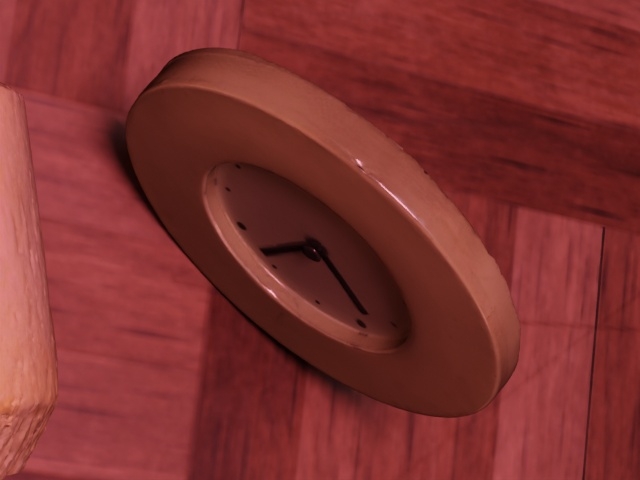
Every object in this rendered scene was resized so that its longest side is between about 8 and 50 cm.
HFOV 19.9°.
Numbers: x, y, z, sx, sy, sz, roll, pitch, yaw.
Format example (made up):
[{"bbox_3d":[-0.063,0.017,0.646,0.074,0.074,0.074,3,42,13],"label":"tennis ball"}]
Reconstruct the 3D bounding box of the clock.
[{"bbox_3d":[0.000,0.000,0.922,0.235,0.235,0.029,48,65,-15],"label":"clock"}]

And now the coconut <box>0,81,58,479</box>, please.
[{"bbox_3d":[-0.236,0.001,0.801,0.239,0.239,0.244,-11,91,-30],"label":"coconut"}]
